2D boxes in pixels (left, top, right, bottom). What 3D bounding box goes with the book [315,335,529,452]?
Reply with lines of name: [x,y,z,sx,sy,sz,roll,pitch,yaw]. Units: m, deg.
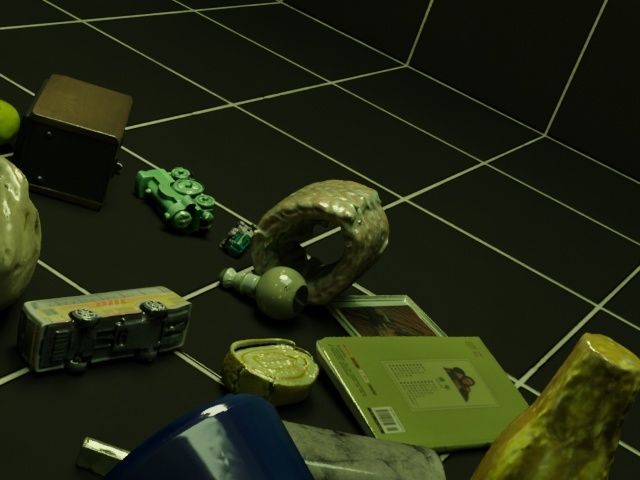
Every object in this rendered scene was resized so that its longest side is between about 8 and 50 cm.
book: [0.179,0.247,1.858,0.352,0.035,0.239,3,37,-34]

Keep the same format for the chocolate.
chocolate: [0.237,0.310,1.306,0.162,0.445,0.162,22,22,-9]

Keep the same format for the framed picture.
framed picture: [0.147,0.172,2.032,0.216,0.016,0.273,1,31,-38]

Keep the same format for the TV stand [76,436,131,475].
TV stand: [-0.188,0.309,1.459,0.249,0.036,0.042,20,26,-3]

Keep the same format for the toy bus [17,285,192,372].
toy bus: [-0.315,0.124,1.683,0.268,0.092,0.106,-6,27,-45]

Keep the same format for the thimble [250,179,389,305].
thimble: [-0.001,0.006,2.014,0.229,0.196,0.148,-13,14,30]

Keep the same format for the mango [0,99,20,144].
mango: [-0.645,-0.230,2.150,0.163,0.089,0.117,15,25,-11]

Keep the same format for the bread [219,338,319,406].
bread: [-0.074,0.201,1.741,0.156,0.064,0.117,3,34,-37]

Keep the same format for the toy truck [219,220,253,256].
toy truck: [-0.153,-0.002,2.131,0.044,0.039,0.083,38,26,-1]

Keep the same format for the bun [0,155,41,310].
bun: [-0.562,-0.033,1.649,0.326,0.234,0.362,7,21,-16]

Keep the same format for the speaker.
speaker: [-0.455,-0.189,2.138,0.192,0.153,0.231,15,25,-10]

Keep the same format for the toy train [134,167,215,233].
toy train: [-0.269,-0.077,2.158,0.104,0.071,0.178,-7,34,-33]

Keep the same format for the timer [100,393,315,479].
timer: [-0.059,0.385,1.211,0.270,0.270,0.383,-13,56,-51]

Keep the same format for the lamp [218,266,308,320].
lamp: [-0.103,0.081,1.961,0.163,0.091,0.091,13,19,26]

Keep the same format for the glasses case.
glasses case: [0.027,0.312,1.593,0.299,0.060,0.114,13,25,-17]
